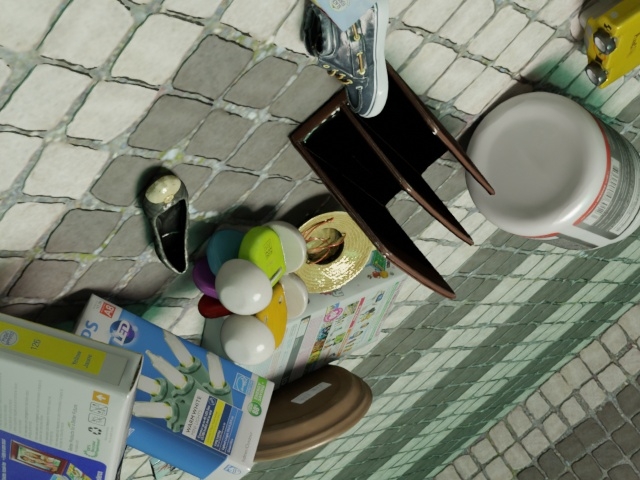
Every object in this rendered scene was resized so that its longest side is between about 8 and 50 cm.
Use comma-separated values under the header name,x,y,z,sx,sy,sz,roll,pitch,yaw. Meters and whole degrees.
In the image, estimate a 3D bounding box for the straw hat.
name,x,y,z,sx,sy,sz,roll,pitch,yaw
straw hat,0.000,0.000,1.420,0.144,0.061,0.144,-16,131,-20

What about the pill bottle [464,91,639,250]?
name,x,y,z,sx,sy,sz,roll,pitch,yaw
pill bottle,0.385,-0.093,1.570,0.210,0.210,0.363,-44,154,19

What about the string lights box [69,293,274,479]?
name,x,y,z,sx,sy,sz,roll,pitch,yaw
string lights box,-0.198,0.189,1.243,0.259,0.133,0.077,28,137,-15

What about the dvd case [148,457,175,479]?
name,x,y,z,sx,sy,sz,roll,pitch,yaw
dvd case,-0.217,0.324,1.524,0.087,0.013,0.119,-31,161,-19

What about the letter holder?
name,x,y,z,sx,sy,sz,roll,pitch,yaw
letter holder,0.130,-0.061,1.293,0.152,0.214,0.302,-40,155,10

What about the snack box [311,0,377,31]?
name,x,y,z,sx,sy,sz,roll,pitch,yaw
snack box,-0.049,-0.266,0.706,0.070,0.207,0.174,-40,154,10

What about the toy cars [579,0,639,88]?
name,x,y,z,sx,sy,sz,roll,pitch,yaw
toy cars,0.473,-0.307,1.458,0.393,0.087,0.176,-11,151,-48

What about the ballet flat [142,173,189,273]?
name,x,y,z,sx,sy,sz,roll,pitch,yaw
ballet flat,-0.171,-0.021,1.177,0.057,0.049,0.173,-29,155,-17

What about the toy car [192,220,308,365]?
name,x,y,z,sx,sy,sz,roll,pitch,yaw
toy car,-0.101,0.060,1.314,0.159,0.136,0.182,-50,146,-50

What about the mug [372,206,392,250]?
name,x,y,z,sx,sy,sz,roll,pitch,yaw
mug,0.079,-0.015,1.499,0.064,0.062,0.078,-24,162,-5

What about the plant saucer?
name,x,y,z,sx,sy,sz,roll,pitch,yaw
plant saucer,-0.056,0.262,1.590,0.277,0.041,0.278,-13,-165,4

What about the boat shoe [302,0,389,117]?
name,x,y,z,sx,sy,sz,roll,pitch,yaw
boat shoe,0.024,-0.199,1.098,0.083,0.065,0.183,-24,144,-17

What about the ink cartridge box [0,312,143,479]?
name,x,y,z,sx,sy,sz,roll,pitch,yaw
ink cartridge box,-0.368,0.185,1.139,0.304,0.307,0.072,112,-4,-50

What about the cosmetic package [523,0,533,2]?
name,x,y,z,sx,sy,sz,roll,pitch,yaw
cosmetic package,0.272,-0.340,1.184,0.060,0.041,0.115,-17,150,-34

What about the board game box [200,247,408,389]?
name,x,y,z,sx,sy,sz,roll,pitch,yaw
board game box,-0.030,0.124,1.565,0.303,0.097,0.224,-21,153,-26
